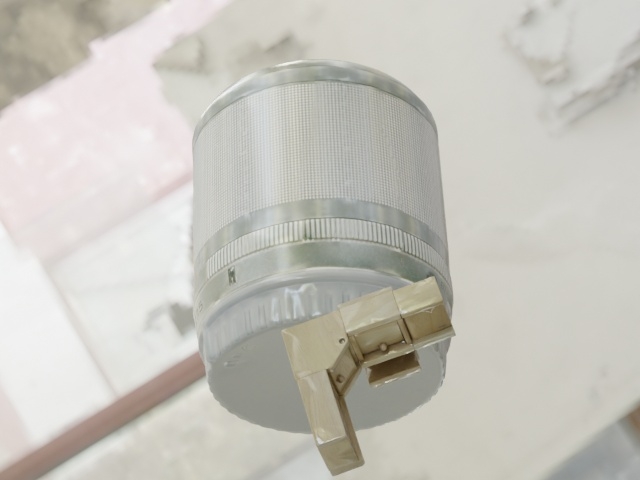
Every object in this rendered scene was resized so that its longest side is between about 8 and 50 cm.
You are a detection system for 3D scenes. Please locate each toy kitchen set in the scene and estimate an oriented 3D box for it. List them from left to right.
[{"bbox_3d":[0.035,0.077,0.964,0.068,0.083,0.075,66,-175,-52],"label":"toy kitchen set"}]

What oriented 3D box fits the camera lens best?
[{"bbox_3d":[0.000,0.000,1.618,0.219,0.219,0.274,62,-159,-54],"label":"camera lens"}]
